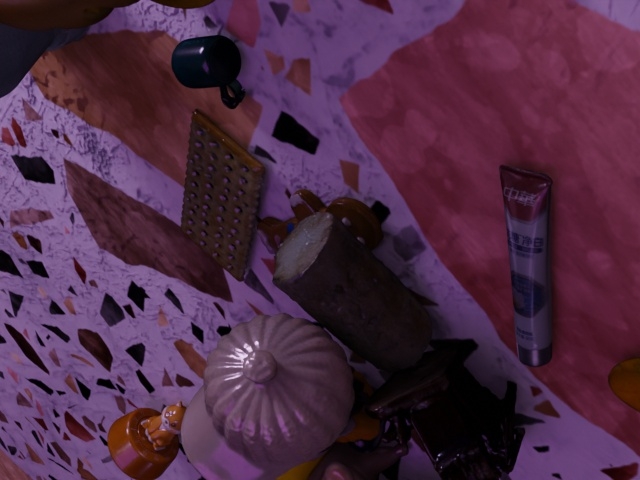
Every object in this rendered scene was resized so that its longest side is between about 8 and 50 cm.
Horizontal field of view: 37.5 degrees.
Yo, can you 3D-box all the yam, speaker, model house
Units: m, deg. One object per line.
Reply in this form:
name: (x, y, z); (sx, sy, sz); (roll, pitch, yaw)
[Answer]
yam: (0.040, 0.066, 1.110); (0.194, 0.107, 0.107); (43, 146, -23)
speaker: (-0.124, -0.203, 1.125); (0.075, 0.060, 0.094); (6, 160, 42)
model house: (0.150, 0.218, 1.095); (0.141, 0.203, 0.164); (-29, 89, 31)

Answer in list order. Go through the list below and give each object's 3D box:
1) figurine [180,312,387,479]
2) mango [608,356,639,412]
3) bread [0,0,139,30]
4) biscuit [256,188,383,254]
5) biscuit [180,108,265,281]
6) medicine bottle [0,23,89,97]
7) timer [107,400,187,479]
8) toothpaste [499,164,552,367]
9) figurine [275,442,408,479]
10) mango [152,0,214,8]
figurine: (-0.014, 0.183, 1.162); (0.185, 0.332, 0.204); (25, 104, 27)
mango: (0.344, 0.150, 0.951); (0.114, 0.057, 0.079); (7, 136, 47)
bread: (-0.261, -0.367, 0.950); (0.333, 0.160, 0.333); (2, 97, 12)
biscuit: (0.000, 0.000, 1.186); (0.205, 0.031, 0.138); (-22, 105, 49)
biscuit: (-0.139, -0.054, 1.277); (0.139, 0.016, 0.231); (40, 142, 20)
medicine bottle: (-0.459, -0.285, 1.185); (0.245, 0.290, 0.245); (26, 135, 29)
timer: (-0.290, 0.343, 1.706); (0.152, 0.132, 0.132); (-40, 90, 29)
toothpaste: (0.220, 0.030, 0.988); (0.062, 0.039, 0.239); (21, 132, 41)
figurine: (0.063, 0.386, 1.333); (0.344, 0.187, 0.215); (18, 124, 26)
mango: (-0.179, -0.318, 1.059); (0.161, 0.076, 0.103); (35, 134, 5)
